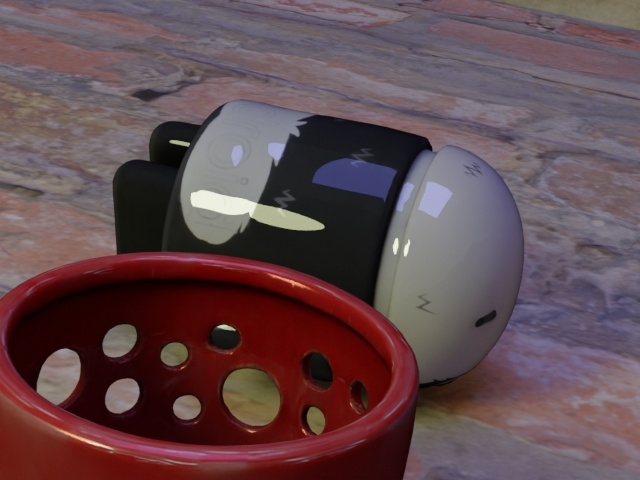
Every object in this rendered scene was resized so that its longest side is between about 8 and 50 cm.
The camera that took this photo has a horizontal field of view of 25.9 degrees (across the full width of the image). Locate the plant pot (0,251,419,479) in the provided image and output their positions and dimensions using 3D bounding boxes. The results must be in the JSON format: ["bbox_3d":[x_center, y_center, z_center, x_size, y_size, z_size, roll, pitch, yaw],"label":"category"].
[{"bbox_3d":[-0.061,0.119,0.623,0.191,0.174,0.191,7,21,-3],"label":"plant pot"}]

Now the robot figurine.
[{"bbox_3d":[-0.001,0.003,0.951,0.278,0.209,0.173,13,-15,15],"label":"robot figurine"}]
